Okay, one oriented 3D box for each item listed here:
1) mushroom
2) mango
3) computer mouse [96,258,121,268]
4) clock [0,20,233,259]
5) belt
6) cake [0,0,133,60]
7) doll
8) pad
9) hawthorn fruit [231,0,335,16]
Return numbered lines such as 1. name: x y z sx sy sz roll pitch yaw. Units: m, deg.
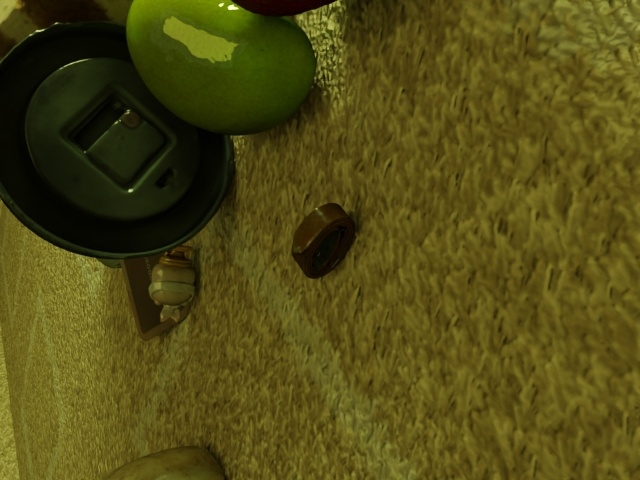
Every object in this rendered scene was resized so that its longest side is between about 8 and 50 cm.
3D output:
1. mushroom: -0.260 0.428 0.796 0.253 0.189 0.195 -56 44 39
2. mango: -0.130 -0.220 0.673 0.273 0.149 0.185 35 142 22
3. computer mouse: -0.433 -0.106 1.134 0.197 0.095 0.331 -17 85 38
4. clock: -0.279 -0.132 0.741 0.067 0.325 0.325 -15 76 56
5. belt: 0.000 0.000 0.578 0.036 0.059 0.083 54 130 39
6. cake: -0.372 -0.343 0.873 0.290 0.282 0.255 -35 54 7
7. doll: -0.244 0.070 0.894 0.084 0.073 0.127 -175 93 -67
8. pad: -0.317 0.038 0.993 0.176 0.002 0.266 -31 71 36
9. hawthorn fruit: -0.010 -0.340 0.464 0.300 0.254 0.254 -2 86 49
